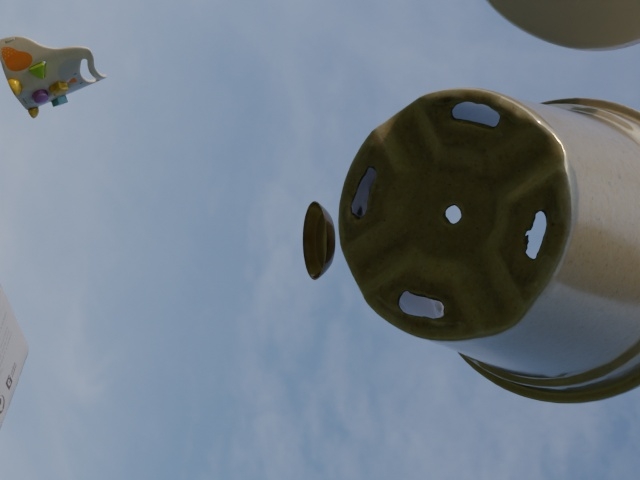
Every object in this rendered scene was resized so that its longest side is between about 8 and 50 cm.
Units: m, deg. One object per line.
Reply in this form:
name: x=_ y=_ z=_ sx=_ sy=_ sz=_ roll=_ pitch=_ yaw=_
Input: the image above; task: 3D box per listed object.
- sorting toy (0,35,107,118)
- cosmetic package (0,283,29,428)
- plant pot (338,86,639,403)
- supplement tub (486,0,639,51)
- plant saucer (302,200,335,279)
sorting toy: x=-0.228 y=-0.145 z=0.935 sx=0.083 sy=0.075 sz=0.044 roll=69 pitch=6 yaw=-67
cosmetic package: x=-0.279 y=0.031 z=0.689 sx=0.231 sy=0.118 sz=0.085 roll=88 pitch=8 yaw=-49
plant pot: x=0.186 y=-0.006 z=1.037 sx=0.334 sy=0.305 sz=0.333 roll=-4 pitch=-98 yaw=31
supplement tub: x=0.309 y=-0.390 z=1.129 sx=0.235 sy=0.235 sz=0.324 roll=-8 pitch=-130 yaw=53
plant saucer: x=0.000 y=0.000 z=1.131 sx=0.083 sy=0.015 sz=0.083 roll=180 pitch=-90 yaw=-72
